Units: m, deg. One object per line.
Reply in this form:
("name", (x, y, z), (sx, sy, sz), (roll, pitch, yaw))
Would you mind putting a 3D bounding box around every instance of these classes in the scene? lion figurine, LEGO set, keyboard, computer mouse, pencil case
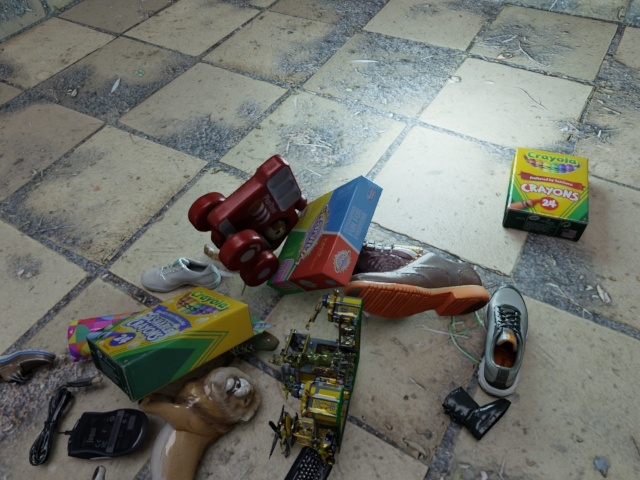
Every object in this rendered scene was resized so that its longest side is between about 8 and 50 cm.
("lion figurine", (-0.283, 0.422, 0.896), (0.142, 0.240, 0.391), (-10, 52, 56))
("LEGO set", (-0.031, 0.261, 0.936), (0.192, 0.254, 0.331), (7, 49, 11))
("keyboard", (-0.040, 0.498, 0.876), (0.100, 0.038, 0.192), (21, 57, 20))
("computer mouse", (-0.478, 0.385, 0.997), (0.262, 0.060, 0.183), (-10, 50, 7))
("pencil case", (-0.474, 0.224, 1.097), (0.237, 0.104, 0.104), (-9, 51, 0))

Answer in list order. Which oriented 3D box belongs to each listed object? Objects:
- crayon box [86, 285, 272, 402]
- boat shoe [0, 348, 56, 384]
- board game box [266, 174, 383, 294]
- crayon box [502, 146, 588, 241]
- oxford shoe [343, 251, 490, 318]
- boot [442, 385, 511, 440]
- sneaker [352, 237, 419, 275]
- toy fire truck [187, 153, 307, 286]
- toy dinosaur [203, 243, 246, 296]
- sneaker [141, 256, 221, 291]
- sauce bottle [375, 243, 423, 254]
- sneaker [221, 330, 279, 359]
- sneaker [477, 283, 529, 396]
("crayon box", (-0.293, 0.191, 0.977), (0.323, 0.083, 0.203), (-23, 23, -40))
("boat shoe", (-0.714, 0.304, 1.081), (0.184, 0.066, 0.066), (-13, 55, 7))
("board game box", (0.000, 0.000, 1.087), (0.064, 0.317, 0.242), (30, 68, -20))
("crayon box", (0.649, -0.158, 1.319), (0.203, 0.081, 0.318), (12, 53, 15))
("oxford shoe", (0.215, 0.099, 1.075), (0.364, 0.130, 0.132), (6, 54, -23))
("boot", (0.325, 0.347, 0.964), (0.121, 0.045, 0.099), (-33, 50, -22))
("sneaker", (0.108, 0.082, 1.160), (0.282, 0.106, 0.162), (9, 55, 11))
("toy fire truck", (-0.141, -0.047, 1.094), (0.254, 0.302, 0.169), (-40, 66, -6))
("toy dinosaur", (-0.230, 0.060, 1.245), (0.212, 0.064, 0.112), (33, 84, 33))
("sneaker", (-0.375, 0.080, 1.208), (0.213, 0.094, 0.080), (-3, 52, 3))
("sauce bottle", (0.209, 0.031, 1.229), (0.128, 0.042, 0.042), (6, 52, 8))
("sneaker", (-0.196, 0.245, 1.076), (0.192, 0.064, 0.086), (11, 50, 24))
("sneaker", (0.420, 0.208, 1.027), (0.101, 0.107, 0.271), (11, 51, 15))
